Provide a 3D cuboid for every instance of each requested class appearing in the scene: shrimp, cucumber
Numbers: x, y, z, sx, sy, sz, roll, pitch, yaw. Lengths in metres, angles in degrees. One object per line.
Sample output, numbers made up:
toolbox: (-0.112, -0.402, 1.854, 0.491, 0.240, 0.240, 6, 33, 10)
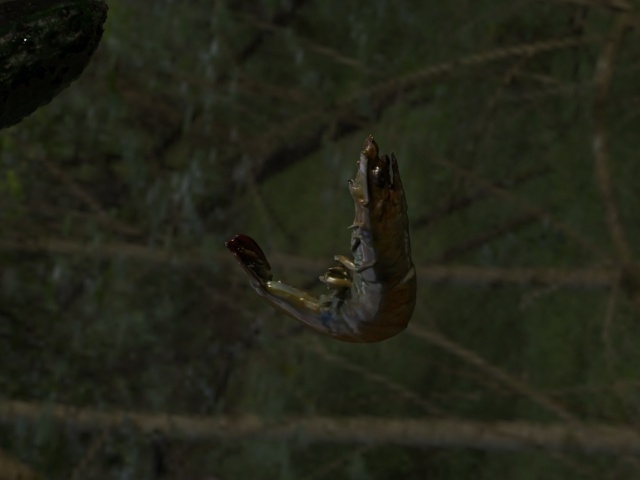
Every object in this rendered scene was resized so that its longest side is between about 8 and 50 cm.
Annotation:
shrimp: (0.000, 0.000, 0.717, 0.023, 0.083, 0.114, -69, -16, -46)
cucumber: (-0.186, -0.056, 0.765, 0.245, 0.067, 0.067, -41, -22, -44)
